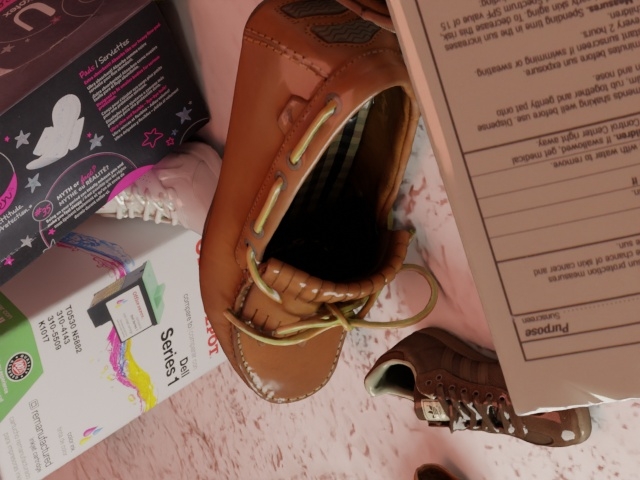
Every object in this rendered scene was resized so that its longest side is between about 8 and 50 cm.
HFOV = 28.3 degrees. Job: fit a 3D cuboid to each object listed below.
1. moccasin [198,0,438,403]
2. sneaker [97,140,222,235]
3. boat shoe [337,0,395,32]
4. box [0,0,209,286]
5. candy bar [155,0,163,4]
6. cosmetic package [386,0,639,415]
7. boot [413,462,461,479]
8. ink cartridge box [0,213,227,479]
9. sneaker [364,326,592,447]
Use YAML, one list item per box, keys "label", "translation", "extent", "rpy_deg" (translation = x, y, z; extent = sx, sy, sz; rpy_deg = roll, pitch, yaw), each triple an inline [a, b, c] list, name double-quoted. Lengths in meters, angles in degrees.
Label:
- label: "moccasin"
  translation: [0.003, -0.001, 0.919]
  extent: [0.147, 0.139, 0.380]
  rpy_deg: [54, 144, 33]
- label: "sneaker"
  translation: [-0.158, -0.046, 1.148]
  extent: [0.232, 0.115, 0.090]
  rpy_deg: [36, 149, 41]
- label: "boat shoe"
  translation: [-0.007, -0.213, 0.735]
  extent: [0.324, 0.116, 0.123]
  rpy_deg: [35, 143, 40]
- label: "box"
  translation: [-0.252, -0.109, 1.079]
  extent: [0.163, 0.247, 0.142]
  rpy_deg: [32, 154, 40]
- label: "candy bar"
  translation: [-0.138, -0.216, 1.063]
  extent: [0.161, 0.018, 0.040]
  rpy_deg: [-11, 103, 63]
- label: "cosmetic package"
  translation: [0.122, -0.088, 0.562]
  extent: [0.153, 0.129, 0.296]
  rpy_deg: [-11, 109, 19]
- label: "boot"
  translation: [0.128, 0.286, 1.031]
  extent: [0.197, 0.073, 0.152]
  rpy_deg: [39, 142, 31]
- label: "ink cartridge box"
  translation: [-0.226, 0.080, 1.213]
  extent: [0.117, 0.278, 0.201]
  rpy_deg: [35, 143, 35]
- label: "sneaker"
  translation: [0.107, 0.116, 0.900]
  extent: [0.188, 0.071, 0.066]
  rpy_deg: [15, 128, 55]
